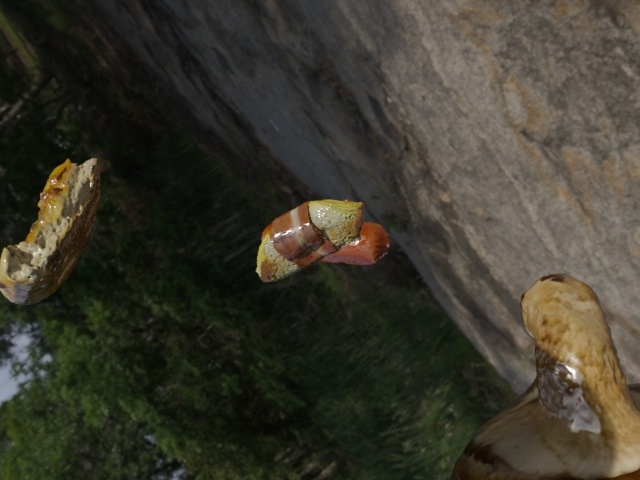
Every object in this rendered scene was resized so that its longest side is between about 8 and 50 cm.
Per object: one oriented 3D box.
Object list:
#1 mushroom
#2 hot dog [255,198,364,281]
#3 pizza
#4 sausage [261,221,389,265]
[{"bbox_3d":[0.231,0.196,0.617,0.254,0.267,0.267,43,170,12],"label":"mushroom"},{"bbox_3d":[-0.025,-0.015,1.252,0.123,0.261,0.093,41,-152,-47],"label":"hot dog"},{"bbox_3d":[-0.256,-0.010,0.640,0.062,0.161,0.182,31,-178,-11],"label":"pizza"},{"bbox_3d":[0.000,0.001,1.565,0.348,0.097,0.094,2,167,35],"label":"sausage"}]
